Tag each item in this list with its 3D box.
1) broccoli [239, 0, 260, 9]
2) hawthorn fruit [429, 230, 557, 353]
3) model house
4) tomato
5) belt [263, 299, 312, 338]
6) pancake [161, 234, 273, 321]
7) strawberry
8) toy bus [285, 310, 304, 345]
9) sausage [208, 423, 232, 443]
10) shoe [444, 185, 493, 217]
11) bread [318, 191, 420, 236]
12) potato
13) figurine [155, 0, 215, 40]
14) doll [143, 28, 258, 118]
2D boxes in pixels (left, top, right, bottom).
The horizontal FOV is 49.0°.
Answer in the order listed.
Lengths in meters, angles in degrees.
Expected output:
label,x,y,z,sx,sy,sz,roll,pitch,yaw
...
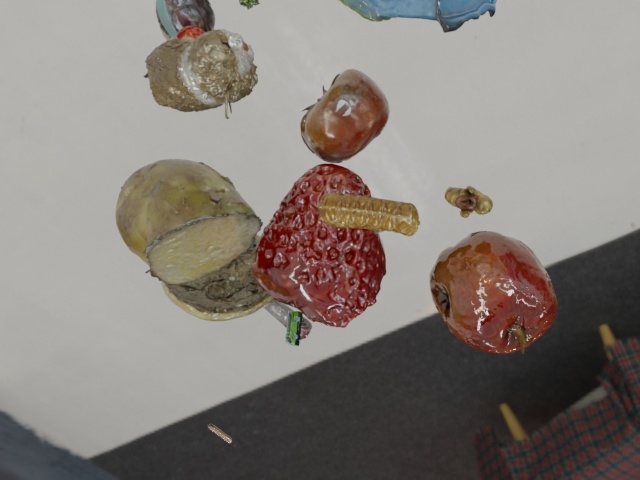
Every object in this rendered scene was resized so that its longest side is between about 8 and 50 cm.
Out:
label,x,y,z,sx,sy,sz,roll,pitch,yaw
broccoli,-0.158,-0.513,1.374,0.092,0.095,0.097,-6,158,44
hawthorn fruit,0.358,0.107,1.455,0.261,0.258,0.258,38,136,22
model house,0.174,-0.547,1.390,0.303,0.237,0.216,18,124,36
tomato,0.053,-0.287,1.585,0.180,0.155,0.214,38,89,2
belt,-0.124,0.220,2.193,0.232,0.071,0.053,38,121,13
pancake,-0.297,0.094,2.126,0.386,0.387,0.082,4,135,-7
strawberry,0.000,0.000,1.584,0.295,0.317,0.345,-12,128,-25
toy bus,-0.064,0.214,1.709,0.037,0.083,0.031,1,166,24
sausage,-0.247,0.476,1.731,0.015,0.015,0.100,-24,131,19
shoe,0.345,-0.088,1.632,0.109,0.069,0.072,28,105,-20
bread,0.073,-0.040,1.062,0.157,0.052,0.044,9,158,7
potato,-0.304,-0.074,1.541,0.288,0.237,0.301,-17,157,-16
figurine,-0.251,-0.414,1.374,0.110,0.245,0.138,-33,92,-1
doll,-0.186,-0.238,0.991,0.221,0.115,0.105,13,168,37
